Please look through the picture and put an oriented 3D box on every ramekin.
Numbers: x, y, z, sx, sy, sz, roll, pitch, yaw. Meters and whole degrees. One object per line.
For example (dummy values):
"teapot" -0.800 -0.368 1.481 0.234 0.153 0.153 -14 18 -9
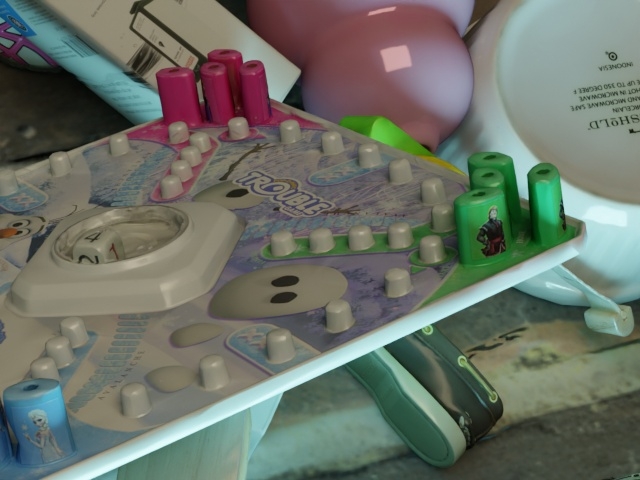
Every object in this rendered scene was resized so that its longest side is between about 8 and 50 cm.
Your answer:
"ramekin" 0.218 -0.095 1.492 0.273 0.127 0.272 5 65 -11

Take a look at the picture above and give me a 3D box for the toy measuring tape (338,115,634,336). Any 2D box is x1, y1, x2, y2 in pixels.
"toy measuring tape" 0.097 0.023 1.362 0.330 0.121 0.121 35 59 -32

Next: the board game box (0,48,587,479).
"board game box" -0.115 -0.002 1.087 0.390 0.390 0.050 -23 117 -26

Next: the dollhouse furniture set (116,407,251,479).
"dollhouse furniture set" -0.156 0.158 1.180 0.394 0.362 0.256 -1 65 19

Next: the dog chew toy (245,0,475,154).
"dog chew toy" 0.025 -0.205 1.443 0.207 0.206 0.331 -7 63 -16

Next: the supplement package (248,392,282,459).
"supplement package" -0.110 0.074 1.353 0.179 0.105 0.105 24 63 -1

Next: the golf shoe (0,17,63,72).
"golf shoe" -0.244 -0.182 1.447 0.186 0.086 0.067 12 62 -9

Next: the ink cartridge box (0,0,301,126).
"ink cartridge box" -0.134 -0.150 1.381 0.203 0.148 0.086 38 78 -20

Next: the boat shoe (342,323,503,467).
"boat shoe" 0.045 0.064 1.412 0.069 0.081 0.227 -37 86 -27

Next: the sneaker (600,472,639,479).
"sneaker" 0.189 0.243 1.357 0.344 0.134 0.146 1 30 -5
